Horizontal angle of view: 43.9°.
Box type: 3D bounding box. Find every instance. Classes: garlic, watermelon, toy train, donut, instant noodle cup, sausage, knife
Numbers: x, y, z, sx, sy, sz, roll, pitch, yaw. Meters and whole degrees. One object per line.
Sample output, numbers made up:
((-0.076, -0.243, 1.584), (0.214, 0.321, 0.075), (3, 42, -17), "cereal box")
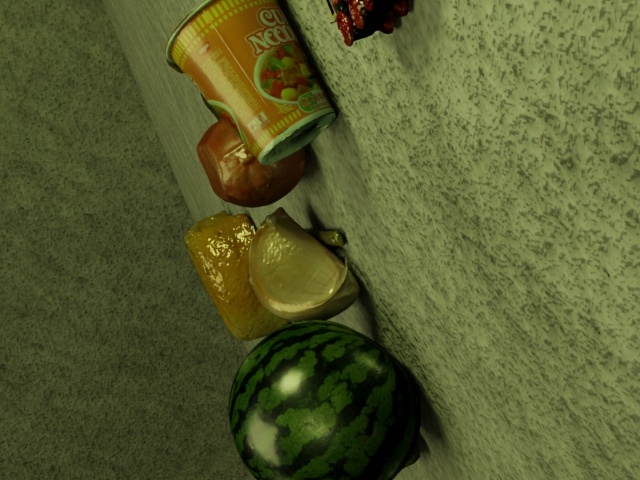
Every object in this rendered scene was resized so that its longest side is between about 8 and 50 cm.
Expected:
((-0.025, 0.053, 1.287), (0.245, 0.145, 0.164), (34, 132, 46), "garlic")
((0.004, 0.259, 1.205), (0.285, 0.285, 0.285), (59, 166, 24), "watermelon")
((0.039, -0.225, 0.677), (0.138, 0.050, 0.087), (140, 108, -77), "toy train")
((-0.229, 0.104, 2.132), (0.378, 0.163, 0.435), (64, 167, -2), "donut")
((-0.078, -0.199, 0.990), (0.185, 0.168, 0.168), (56, 167, 5), "instant noodle cup")
((-0.106, -0.128, 1.237), (0.153, 0.141, 0.268), (66, 170, -8), "sausage")
((-0.002, 0.001, 1.344), (0.047, 0.017, 0.298), (57, 168, -10), "knife")

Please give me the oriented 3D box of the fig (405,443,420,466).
((0.104, 0.346, 1.349), (0.156, 0.123, 0.123), (-4, 111, 64), "fig")

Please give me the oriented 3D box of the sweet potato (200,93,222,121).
((-0.192, -0.271, 1.505), (0.274, 0.067, 0.067), (68, 167, -20), "sweet potato")
